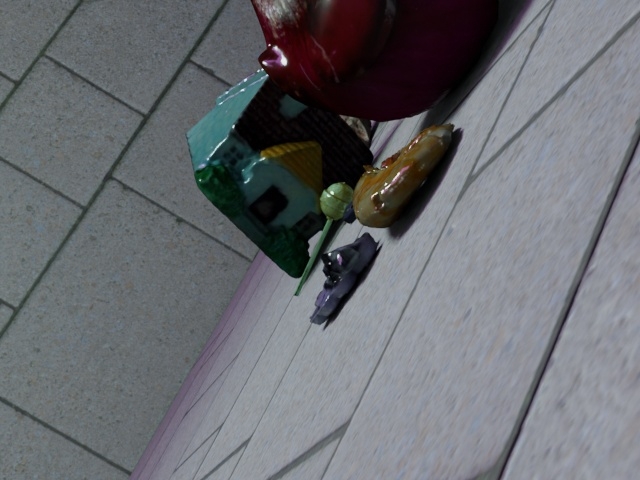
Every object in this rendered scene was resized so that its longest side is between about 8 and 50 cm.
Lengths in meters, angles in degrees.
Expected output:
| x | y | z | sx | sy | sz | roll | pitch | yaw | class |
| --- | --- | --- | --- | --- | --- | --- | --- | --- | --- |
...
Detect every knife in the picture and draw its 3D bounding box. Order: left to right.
| x | y | z | sx | sy | sz | roll | pitch | yaw | class |
| --- | --- | --- | --- | --- | --- | --- | --- | --- | --- |
| 0.057 | -0.053 | 1.827 | 0.031 | 0.018 | 0.121 | -63 | 8 | -23 | knife |

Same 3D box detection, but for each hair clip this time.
| x | y | z | sx | sy | sz | roll | pitch | yaw | class |
| --- | --- | --- | --- | --- | --- | --- | --- | --- | --- |
| 0.015 | 0.043 | 1.492 | 0.124 | 0.052 | 0.195 | -54 | -1 | -12 | hair clip |

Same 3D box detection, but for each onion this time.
| x | y | z | sx | sy | sz | roll | pitch | yaw | class |
| --- | --- | --- | --- | --- | --- | --- | --- | --- | --- |
| 0.118 | -0.350 | 1.642 | 0.420 | 0.398 | 0.398 | -8 | -31 | -36 | onion |

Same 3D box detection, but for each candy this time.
| x | y | z | sx | sy | sz | roll | pitch | yaw | class |
| --- | --- | --- | --- | --- | --- | --- | --- | --- | --- |
| 0.000 | 0.000 | 1.967 | 0.061 | 0.061 | 0.203 | -77 | 11 | -75 | candy |

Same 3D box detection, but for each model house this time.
| x | y | z | sx | sy | sz | roll | pitch | yaw | class |
| --- | --- | --- | --- | --- | --- | --- | --- | --- | --- |
| -0.042 | -0.131 | 2.034 | 0.248 | 0.280 | 0.230 | -39 | 30 | 12 | model house |

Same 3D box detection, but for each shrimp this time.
| x | y | z | sx | sy | sz | roll | pitch | yaw | class |
| --- | --- | --- | --- | --- | --- | --- | --- | --- | --- |
| 0.091 | -0.078 | 1.431 | 0.154 | 0.062 | 0.294 | -47 | 7 | -1 | shrimp |

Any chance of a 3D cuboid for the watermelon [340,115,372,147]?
| x | y | z | sx | sy | sz | roll | pitch | yaw | class |
| --- | --- | --- | --- | --- | --- | --- | --- | --- | --- |
| 0.031 | -0.174 | 2.407 | 0.226 | 0.148 | 0.318 | -25 | 16 | 49 | watermelon |
